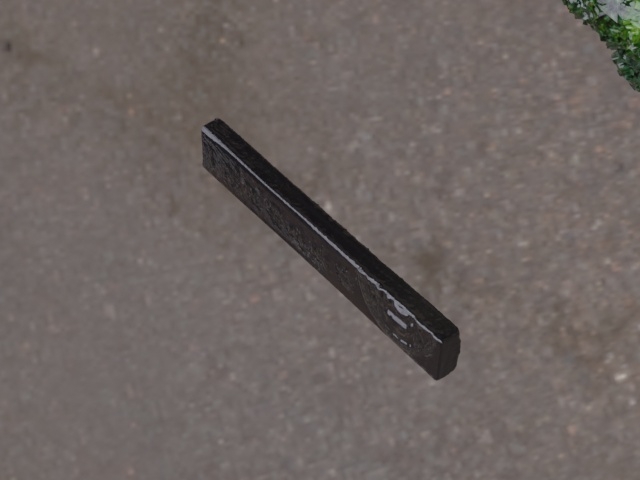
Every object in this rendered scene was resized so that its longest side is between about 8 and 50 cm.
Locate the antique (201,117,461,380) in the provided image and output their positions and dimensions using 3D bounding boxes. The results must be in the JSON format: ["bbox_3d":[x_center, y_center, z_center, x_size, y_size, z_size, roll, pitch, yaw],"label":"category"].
[{"bbox_3d":[0.000,0.000,0.743,0.192,0.015,0.031,41,150,34],"label":"antique"}]

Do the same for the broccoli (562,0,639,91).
[{"bbox_3d":[0.257,-0.211,0.833,0.297,0.297,0.297,140,114,-70],"label":"broccoli"}]
